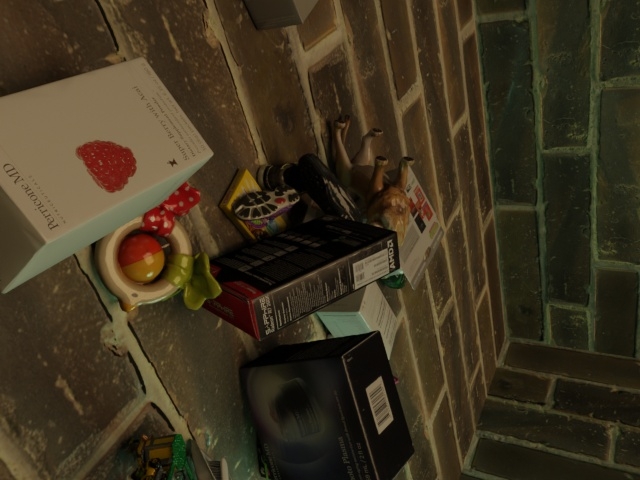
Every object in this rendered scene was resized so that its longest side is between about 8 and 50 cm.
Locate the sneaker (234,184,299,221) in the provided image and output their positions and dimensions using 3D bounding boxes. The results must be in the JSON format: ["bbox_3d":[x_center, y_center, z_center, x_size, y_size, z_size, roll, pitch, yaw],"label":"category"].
[{"bbox_3d":[-0.115,-0.065,1.226,0.169,0.068,0.071,-19,149,-44],"label":"sneaker"}]

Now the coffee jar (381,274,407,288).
[{"bbox_3d":[0.223,0.092,1.853,0.184,0.079,0.096,33,69,-56],"label":"coffee jar"}]

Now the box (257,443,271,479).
[{"bbox_3d":[-0.111,0.530,1.369,0.052,0.062,0.083,-26,114,-56],"label":"box"}]

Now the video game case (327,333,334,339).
[{"bbox_3d":[0.060,0.369,1.677,0.173,0.022,0.191,10,84,-59],"label":"video game case"}]

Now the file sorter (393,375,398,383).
[{"bbox_3d":[0.077,0.481,1.485,0.182,0.202,0.291,2,96,-45],"label":"file sorter"}]

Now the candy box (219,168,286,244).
[{"bbox_3d":[-0.146,-0.055,1.266,0.206,0.027,0.105,56,45,-47],"label":"candy box"}]

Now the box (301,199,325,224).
[{"bbox_3d":[0.000,0.000,1.402,0.103,0.114,0.203,106,4,-67],"label":"box"}]

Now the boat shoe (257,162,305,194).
[{"bbox_3d":[-0.057,-0.146,1.360,0.227,0.068,0.081,-11,103,-58],"label":"boat shoe"}]

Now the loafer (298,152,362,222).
[{"bbox_3d":[0.025,-0.110,1.325,0.223,0.076,0.078,56,44,-15],"label":"loafer"}]

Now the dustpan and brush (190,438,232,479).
[{"bbox_3d":[-0.191,0.499,1.114,0.211,0.060,0.147,-113,178,-49],"label":"dustpan and brush"}]

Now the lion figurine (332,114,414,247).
[{"bbox_3d":[0.126,-0.152,1.501,0.142,0.392,0.240,-5,128,-19],"label":"lion figurine"}]

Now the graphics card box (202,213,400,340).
[{"bbox_3d":[-0.047,0.056,1.144,0.370,0.232,0.094,-25,116,-34],"label":"graphics card box"}]

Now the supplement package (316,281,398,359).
[{"bbox_3d":[0.109,0.216,1.600,0.244,0.139,0.134,59,39,-40],"label":"supplement package"}]

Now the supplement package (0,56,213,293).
[{"bbox_3d":[-0.326,-0.096,0.756,0.178,0.175,0.293,54,41,-7],"label":"supplement package"}]

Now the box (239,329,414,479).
[{"bbox_3d":[0.011,0.384,1.266,0.182,0.294,0.296,-18,92,-55],"label":"box"}]

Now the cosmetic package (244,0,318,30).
[{"bbox_3d":[-0.060,-0.574,1.242,0.238,0.127,0.107,-64,143,-28],"label":"cosmetic package"}]

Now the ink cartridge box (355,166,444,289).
[{"bbox_3d":[0.225,-0.031,1.718,0.272,0.130,0.309,57,44,-18],"label":"ink cartridge box"}]

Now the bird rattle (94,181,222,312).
[{"bbox_3d":[-0.279,0.010,0.964,0.207,0.143,0.254,-30,118,-35],"label":"bird rattle"}]

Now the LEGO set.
[{"bbox_3d":[-0.317,0.507,0.968,0.255,0.192,0.331,-93,172,-58],"label":"LEGO set"}]
